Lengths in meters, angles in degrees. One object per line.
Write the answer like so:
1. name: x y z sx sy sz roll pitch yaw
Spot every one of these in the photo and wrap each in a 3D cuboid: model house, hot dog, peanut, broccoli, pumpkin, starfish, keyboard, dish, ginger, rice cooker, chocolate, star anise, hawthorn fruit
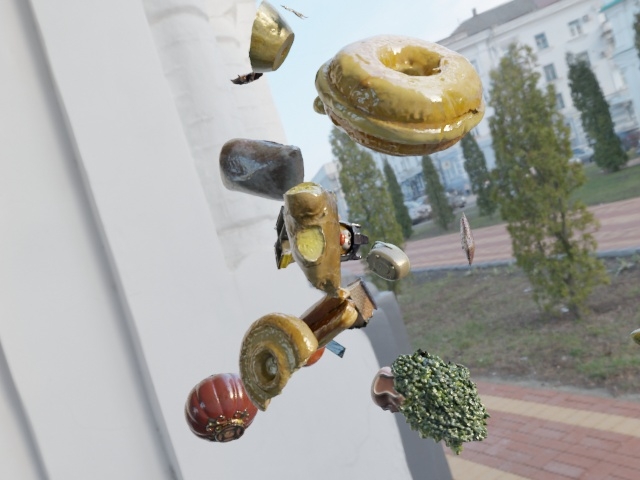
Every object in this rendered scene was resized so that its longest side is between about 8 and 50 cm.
1. model house: 0.136 0.254 2.043 0.182 0.167 0.172 -26 8 45
2. hot dog: -0.001 0.273 1.610 0.100 0.135 0.337 2 -36 -43
3. peanut: 0.061 -0.500 1.852 0.103 0.098 0.229 -34 41 -25
4. broccoli: 0.321 0.465 1.429 0.247 0.288 0.246 -11 -36 -14
5. pumpkin: -0.145 -0.623 1.568 0.109 0.218 0.217 17 0 -1
6. starfish: -0.079 -0.678 1.490 0.086 0.092 0.016 -4 -48 -46
7. keyboard: 0.045 0.491 2.379 0.176 0.055 0.014 27 14 33
8. dish: 0.305 0.639 2.176 0.213 0.214 0.090 -17 -34 20
9. ginger: -0.014 0.000 1.156 0.123 0.271 0.219 -4 12 7
10. rice cooker: 0.301 0.096 2.256 0.206 0.145 0.127 29 38 25
11. chocolate: -0.193 -0.212 1.549 0.302 0.185 0.100 11 26 24
12. star anise: -0.276 -0.632 1.942 0.140 0.042 0.141 -19 16 6
13. hawthorn fruit: -0.061 0.445 2.101 0.172 0.173 0.173 -17 1 0

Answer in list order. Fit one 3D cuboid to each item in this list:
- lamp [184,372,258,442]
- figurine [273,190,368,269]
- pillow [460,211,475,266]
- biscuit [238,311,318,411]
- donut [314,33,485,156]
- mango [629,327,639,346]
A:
1. lamp: -0.395 0.672 2.022 0.302 0.303 0.257 -18 43 -16
2. figurine: -0.001 -0.004 1.554 0.308 0.309 0.143 -18 24 -16
3. pillow: 0.521 -0.005 1.781 0.042 0.118 0.185 -5 47 13
4. biscuit: -0.138 0.316 1.372 0.091 0.213 0.274 3 -58 -50
5. donut: 0.203 -0.379 1.284 0.448 0.449 0.198 -18 -38 -28
6. mango: 0.991 0.292 1.438 0.115 0.089 0.165 -2 2 -30
